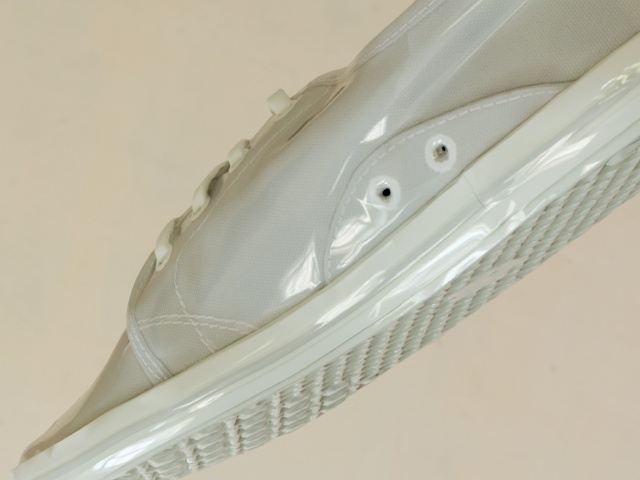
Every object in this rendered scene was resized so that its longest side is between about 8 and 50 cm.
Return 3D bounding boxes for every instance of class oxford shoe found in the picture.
[{"bbox_3d":[0.000,0.000,0.656,0.449,0.130,0.169,-40,-15,31],"label":"oxford shoe"}]
